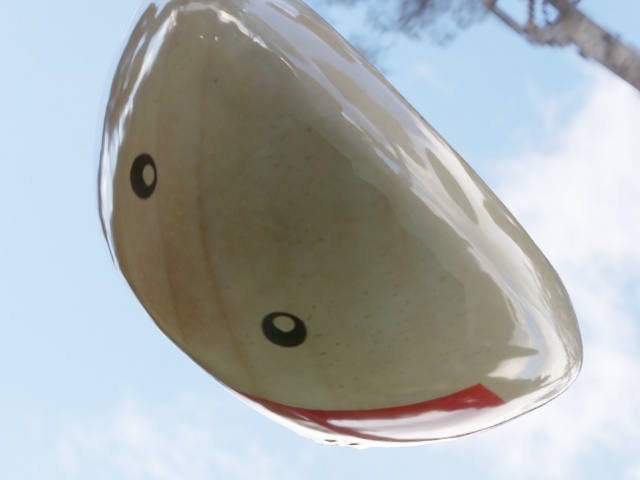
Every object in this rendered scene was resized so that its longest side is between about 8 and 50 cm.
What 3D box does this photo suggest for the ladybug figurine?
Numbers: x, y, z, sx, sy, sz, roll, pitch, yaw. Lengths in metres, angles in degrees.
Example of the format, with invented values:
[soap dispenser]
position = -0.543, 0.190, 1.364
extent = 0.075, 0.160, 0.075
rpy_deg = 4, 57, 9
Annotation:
[ladybug figurine]
position = 0.000, 0.000, 0.941
extent = 0.305, 0.162, 0.449
rpy_deg = 46, 3, 12
